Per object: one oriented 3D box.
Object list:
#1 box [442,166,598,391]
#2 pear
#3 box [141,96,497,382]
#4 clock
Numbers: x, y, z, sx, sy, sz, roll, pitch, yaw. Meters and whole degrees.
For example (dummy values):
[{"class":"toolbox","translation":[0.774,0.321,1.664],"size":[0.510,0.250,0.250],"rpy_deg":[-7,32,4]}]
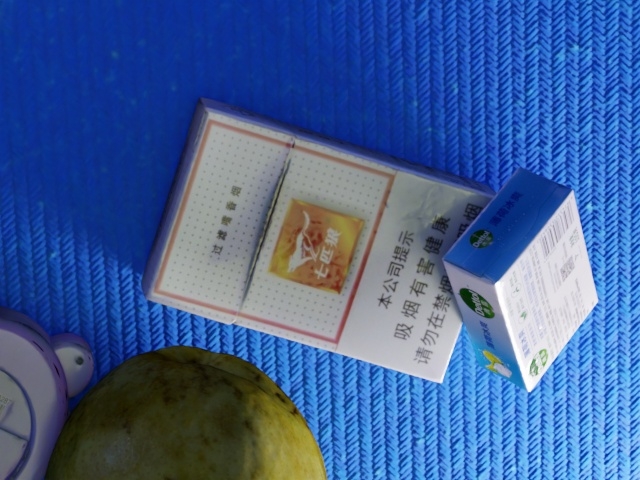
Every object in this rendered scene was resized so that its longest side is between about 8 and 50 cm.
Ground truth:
[{"class":"box","translation":[0.210,0.042,2.004],"size":[0.139,0.073,0.194],"rpy_deg":[-49,144,-22]},{"class":"pear","translation":[-0.135,0.254,1.962],"size":[0.304,0.304,0.304],"rpy_deg":[-2,104,-9]},{"class":"box","translation":[0.000,0.000,2.017],"size":[0.330,0.095,0.210],"rpy_deg":[17,100,-11]},{"class":"clock","translation":[-0.364,0.182,2.004],"size":[0.227,0.090,0.248],"rpy_deg":[27,96,-15]}]
